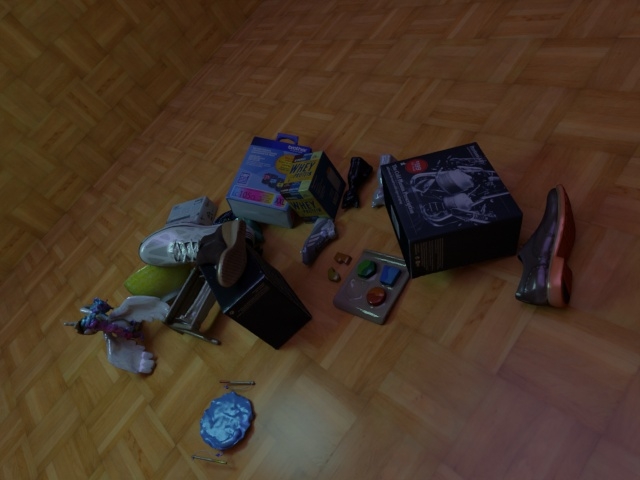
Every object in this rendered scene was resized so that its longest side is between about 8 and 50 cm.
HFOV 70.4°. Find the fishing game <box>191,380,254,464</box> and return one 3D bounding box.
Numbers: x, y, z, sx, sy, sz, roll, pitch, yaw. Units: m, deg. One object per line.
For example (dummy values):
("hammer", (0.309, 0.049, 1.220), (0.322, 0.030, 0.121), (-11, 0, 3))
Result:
("fishing game", (-0.298, 0.577, 1.456), (0.189, 0.041, 0.264), (-7, 47, 22))

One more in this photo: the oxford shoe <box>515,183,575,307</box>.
("oxford shoe", (0.600, 0.003, 1.220), (0.133, 0.130, 0.363), (-4, 54, 41))

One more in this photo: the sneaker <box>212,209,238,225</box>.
("sneaker", (-0.394, -0.103, 2.021), (0.232, 0.090, 0.081), (-26, 89, 16))

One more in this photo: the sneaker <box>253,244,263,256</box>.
("sneaker", (-0.308, 0.089, 1.852), (0.170, 0.051, 0.089), (-29, 44, 7))

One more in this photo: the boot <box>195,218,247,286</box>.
("boot", (-0.328, 0.058, 1.453), (0.207, 0.090, 0.248), (-22, 47, 37))

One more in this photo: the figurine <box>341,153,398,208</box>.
("figurine", (0.190, -0.213, 1.725), (0.215, 0.092, 0.209), (2, 65, 36))

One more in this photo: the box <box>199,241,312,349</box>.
("box", (-0.225, 0.170, 1.545), (0.183, 0.294, 0.296), (-43, 43, 0))

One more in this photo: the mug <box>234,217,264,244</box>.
("mug", (-0.315, -0.046, 1.928), (0.158, 0.097, 0.129), (-17, 48, 25))

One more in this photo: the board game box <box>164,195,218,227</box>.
("board game box", (-0.642, -0.049, 2.167), (0.224, 0.097, 0.303), (-12, 49, 29))

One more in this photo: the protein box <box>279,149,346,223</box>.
("protein box", (-0.024, -0.205, 1.774), (0.136, 0.201, 0.199), (-3, 55, 34))

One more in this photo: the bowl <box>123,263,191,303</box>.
("bowl", (-0.660, 0.181, 1.923), (0.289, 0.289, 0.156), (-32, 86, 10))

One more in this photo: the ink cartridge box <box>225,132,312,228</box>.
("ink cartridge box", (-0.193, -0.273, 1.912), (0.270, 0.151, 0.395), (13, 61, 10))

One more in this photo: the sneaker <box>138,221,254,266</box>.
("sneaker", (-0.467, 0.019, 1.704), (0.448, 0.169, 0.257), (-10, 10, -10))

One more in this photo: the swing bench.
("swing bench", (-0.465, 0.239, 1.756), (0.255, 0.165, 0.253), (4, 59, 38))

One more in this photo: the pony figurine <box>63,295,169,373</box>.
("pony figurine", (-0.810, 0.345, 1.809), (0.363, 0.351, 0.302), (-7, 69, 67))

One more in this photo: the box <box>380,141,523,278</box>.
("box", (0.374, -0.098, 1.362), (0.313, 0.179, 0.343), (-13, 47, 2))

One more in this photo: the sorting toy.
("sorting toy", (0.132, 0.131, 1.507), (0.307, 0.041, 0.229), (15, 66, 42))

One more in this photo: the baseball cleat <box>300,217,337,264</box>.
("baseball cleat", (0.000, 0.000, 1.688), (0.109, 0.072, 0.205), (4, 62, 30))
